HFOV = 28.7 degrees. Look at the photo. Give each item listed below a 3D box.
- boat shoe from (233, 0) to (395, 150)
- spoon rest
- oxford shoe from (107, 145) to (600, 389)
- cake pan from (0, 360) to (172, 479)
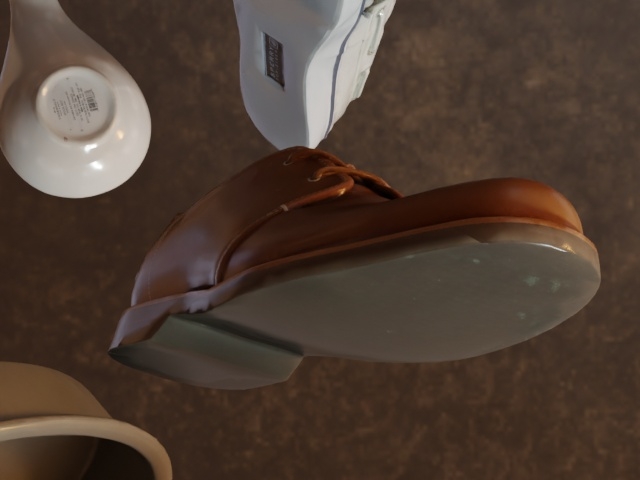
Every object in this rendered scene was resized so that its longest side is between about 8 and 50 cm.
[{"bbox_3d":[0.018,-0.225,1.139,0.156,0.136,0.367,-43,160,-23],"label":"boat shoe"},{"bbox_3d":[-0.238,-0.172,1.124,0.137,0.276,0.084,-14,176,-19],"label":"spoon rest"},{"bbox_3d":[0.000,0.000,0.400,0.076,0.076,0.212,26,158,-34],"label":"oxford shoe"},{"bbox_3d":[-0.215,0.157,0.610,0.293,0.054,0.293,-26,152,-15],"label":"cake pan"}]
